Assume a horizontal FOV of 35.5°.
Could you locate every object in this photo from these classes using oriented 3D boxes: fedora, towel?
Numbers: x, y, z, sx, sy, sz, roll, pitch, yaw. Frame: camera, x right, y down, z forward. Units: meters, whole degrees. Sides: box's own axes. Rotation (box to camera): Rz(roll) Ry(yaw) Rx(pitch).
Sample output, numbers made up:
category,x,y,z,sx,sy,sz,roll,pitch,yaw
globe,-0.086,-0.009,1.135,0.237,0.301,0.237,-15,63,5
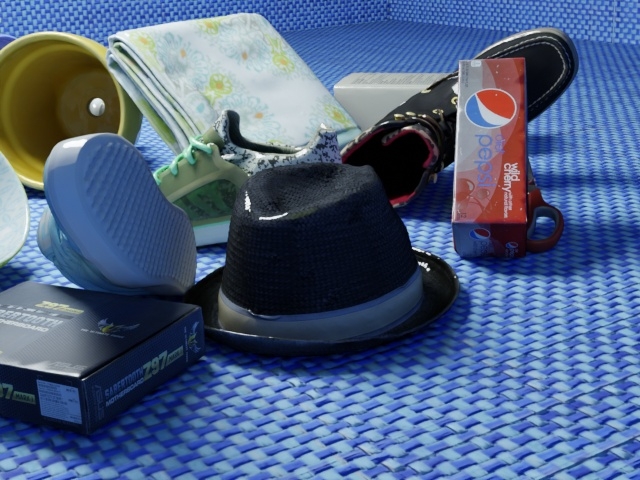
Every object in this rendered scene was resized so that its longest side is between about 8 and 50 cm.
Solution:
category,x,y,z,sx,sy,sz,roll,pitch,yaw
fedora,0.000,0.000,1.097,0.334,0.152,0.334,-2,18,1
towel,-0.126,-0.227,1.612,0.374,0.090,0.320,-22,71,-48

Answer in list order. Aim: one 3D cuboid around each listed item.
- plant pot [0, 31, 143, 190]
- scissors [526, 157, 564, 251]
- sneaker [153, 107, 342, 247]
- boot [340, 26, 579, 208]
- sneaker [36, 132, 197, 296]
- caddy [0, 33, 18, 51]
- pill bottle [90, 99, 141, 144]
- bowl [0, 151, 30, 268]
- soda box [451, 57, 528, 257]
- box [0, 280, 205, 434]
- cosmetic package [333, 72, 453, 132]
category,x,y,z,sx,sy,sz,roll,pitch,yaw
plant pot,-0.412,-0.220,1.691,0.254,0.253,0.239,0,9,7
scissors,0.295,-0.066,1.378,0.109,0.021,0.297,6,31,21
sneaker,-0.144,-0.090,1.343,0.411,0.182,0.158,0,18,8
boot,0.190,-0.173,1.486,0.377,0.138,0.284,-23,10,30
sneaker,-0.237,-0.003,1.036,0.150,0.135,0.366,-5,-18,5
caddy,-0.644,-0.231,1.707,0.179,0.241,0.341,10,38,21
pill bottle,-0.463,-0.228,1.888,0.229,0.131,0.131,2,19,14
bowl,-0.518,-0.035,1.216,0.156,0.289,0.289,-42,2,25
soda box,0.219,-0.109,1.281,0.092,0.083,0.263,1,59,11
box,-0.256,0.104,0.962,0.233,0.059,0.183,7,19,27
cosmetic package,0.186,-0.232,1.822,0.296,0.129,0.153,4,20,17
